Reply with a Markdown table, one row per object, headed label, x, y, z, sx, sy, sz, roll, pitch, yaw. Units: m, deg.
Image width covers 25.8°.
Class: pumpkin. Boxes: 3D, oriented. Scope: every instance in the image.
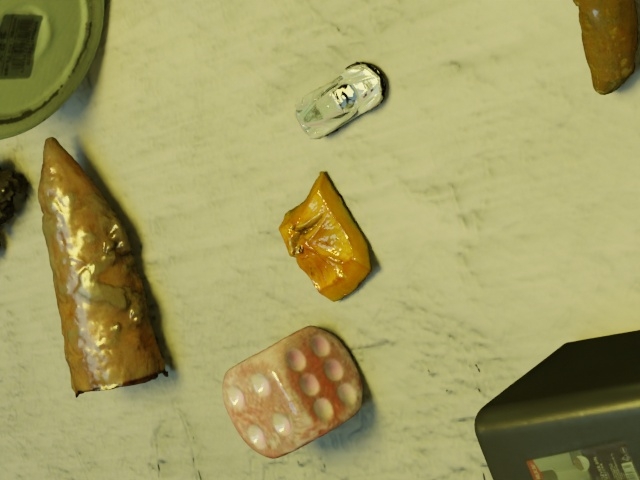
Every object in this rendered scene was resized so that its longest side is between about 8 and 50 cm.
| label | x | y | z | sx | sy | sz | roll | pitch | yaw |
| --- | --- | --- | --- | --- | --- | --- | --- | --- | --- |
| pumpkin | 0.001 | 0.001 | 1.216 | 0.073 | 0.035 | 0.101 | -39 | 80 | 39 |

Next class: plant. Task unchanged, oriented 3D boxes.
| label | x | y | z | sx | sy | sz | roll | pitch | yaw |
| --- | --- | --- | --- | --- | --- | --- | --- | --- | --- |
| plant | -0.365 | -0.026 | 1.482 | 0.174 | 0.085 | 0.087 | -58 | 45 | 43 |

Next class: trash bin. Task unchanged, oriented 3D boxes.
| label | x | y | z | sx | sy | sz | roll | pitch | yaw |
| --- | --- | --- | --- | --- | --- | --- | --- | --- | --- |
| trash bin | 0.254 | 0.126 | 0.976 | 0.225 | 0.165 | 0.115 | -18 | 95 | 40 |

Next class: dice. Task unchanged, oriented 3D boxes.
| label | x | y | z | sx | sy | sz | roll | pitch | yaw |
| --- | --- | --- | --- | --- | --- | --- | --- | --- | --- |
| dice | -0.025 | 0.135 | 1.253 | 0.091 | 0.094 | 0.093 | -32 | 87 | 46 |

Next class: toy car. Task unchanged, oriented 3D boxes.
| label | x | y | z | sx | sy | sz | roll | pitch | yaw |
| --- | --- | --- | --- | --- | --- | --- | --- | --- | --- |
| toy car | 0.016 | -0.117 | 1.161 | 0.093 | 0.025 | 0.041 | -30 | 89 | 43 |

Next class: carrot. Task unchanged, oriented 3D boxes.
| label | x | y | z | sx | sy | sz | roll | pitch | yaw |
| --- | --- | --- | --- | --- | --- | --- | --- | --- | --- |
| carrot | -0.231 | 0.025 | 1.378 | 0.102 | 0.102 | 0.263 | -8 | 101 | 41 |

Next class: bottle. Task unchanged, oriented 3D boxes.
| label | x | y | z | sx | sy | sz | roll | pitch | yaw |
| --- | --- | --- | --- | --- | --- | --- | --- | --- | --- |
| bottle | -0.390 | -0.261 | 1.320 | 0.352 | 0.229 | 0.229 | 31 | 125 | 30 |

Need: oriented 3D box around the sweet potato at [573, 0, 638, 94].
| label | x | y | z | sx | sy | sz | roll | pitch | yaw |
| --- | --- | --- | --- | --- | --- | --- | --- | --- | --- |
| sweet potato | 0.186 | -0.262 | 0.927 | 0.108 | 0.079 | 0.346 | 18 | 122 | 19 |
